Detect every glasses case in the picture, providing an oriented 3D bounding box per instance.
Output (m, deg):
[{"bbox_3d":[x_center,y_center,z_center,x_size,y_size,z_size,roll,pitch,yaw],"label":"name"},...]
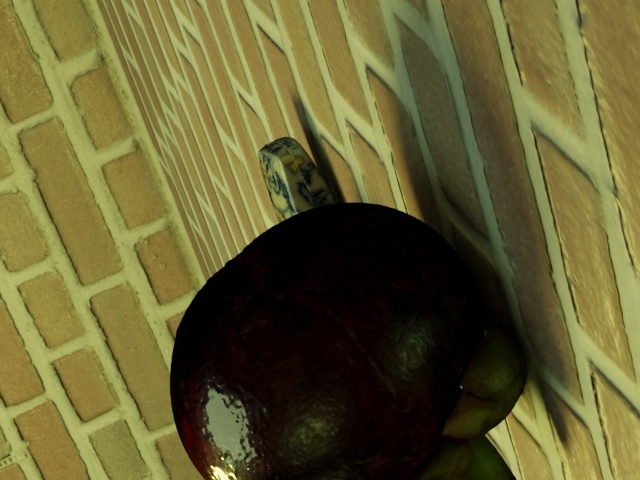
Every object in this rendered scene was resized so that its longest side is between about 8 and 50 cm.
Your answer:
[{"bbox_3d":[0.000,0.000,1.915,0.087,0.065,0.248,18,136,64],"label":"glasses case"}]

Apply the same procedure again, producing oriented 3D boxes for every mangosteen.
[{"bbox_3d":[0.019,0.125,1.474,0.300,0.300,0.300,62,170,19],"label":"mangosteen"}]
